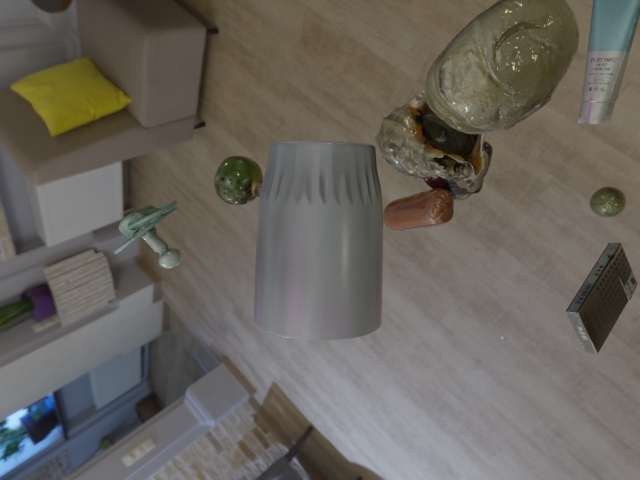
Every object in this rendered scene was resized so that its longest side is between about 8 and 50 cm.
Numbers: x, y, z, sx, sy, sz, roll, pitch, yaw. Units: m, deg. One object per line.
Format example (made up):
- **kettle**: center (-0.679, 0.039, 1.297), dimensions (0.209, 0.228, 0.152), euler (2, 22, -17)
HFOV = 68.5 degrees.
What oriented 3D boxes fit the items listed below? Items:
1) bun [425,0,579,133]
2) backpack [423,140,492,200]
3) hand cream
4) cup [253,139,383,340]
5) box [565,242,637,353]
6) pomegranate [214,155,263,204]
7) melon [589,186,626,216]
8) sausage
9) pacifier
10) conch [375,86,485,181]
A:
- **bun**: center (0.212, -0.189, 0.538), dimensions (0.173, 0.167, 0.113), euler (-37, 80, 18)
- **backpack**: center (0.421, -0.245, 1.487), dimensions (0.229, 0.139, 0.229), euler (0, 121, 0)
- **hand cream**: center (0.640, -0.421, 1.051), dimensions (0.111, 0.070, 0.312), euler (21, 115, 43)
- **cup**: center (0.000, 0.000, 0.912), dimensions (0.253, 0.253, 0.371), euler (10, 102, 43)
- **box**: center (0.891, 0.177, 1.480), dimensions (0.180, 0.325, 0.047), euler (55, 155, -20)
- **pomegranate**: center (-0.257, -0.202, 1.622), dimensions (0.211, 0.179, 0.179), euler (9, 131, -7)
- **melon**: center (0.896, -0.119, 1.466), dimensions (0.098, 0.131, 0.098), euler (6, 104, 23)
- **sausage**: center (0.323, -0.096, 1.554), dimensions (0.121, 0.121, 0.304), euler (65, 157, -7)
- **pacifier**: center (-0.278, -0.006, 0.805), dimensions (0.116, 0.127, 0.150), euler (51, -178, -12)
- **conch**: center (0.259, -0.225, 1.054), dimensions (0.291, 0.159, 0.210), euler (41, 100, 31)
